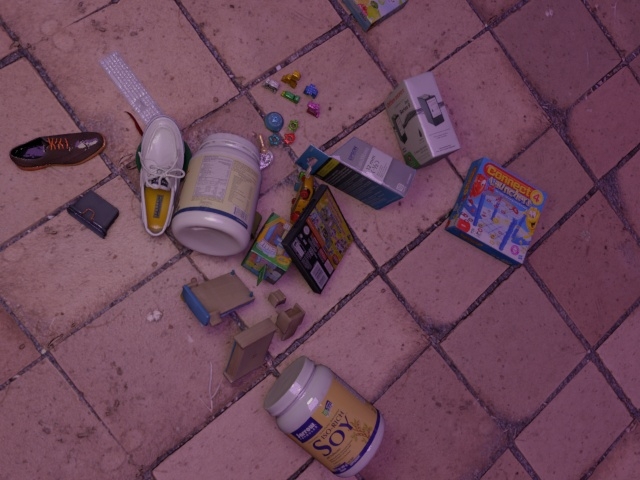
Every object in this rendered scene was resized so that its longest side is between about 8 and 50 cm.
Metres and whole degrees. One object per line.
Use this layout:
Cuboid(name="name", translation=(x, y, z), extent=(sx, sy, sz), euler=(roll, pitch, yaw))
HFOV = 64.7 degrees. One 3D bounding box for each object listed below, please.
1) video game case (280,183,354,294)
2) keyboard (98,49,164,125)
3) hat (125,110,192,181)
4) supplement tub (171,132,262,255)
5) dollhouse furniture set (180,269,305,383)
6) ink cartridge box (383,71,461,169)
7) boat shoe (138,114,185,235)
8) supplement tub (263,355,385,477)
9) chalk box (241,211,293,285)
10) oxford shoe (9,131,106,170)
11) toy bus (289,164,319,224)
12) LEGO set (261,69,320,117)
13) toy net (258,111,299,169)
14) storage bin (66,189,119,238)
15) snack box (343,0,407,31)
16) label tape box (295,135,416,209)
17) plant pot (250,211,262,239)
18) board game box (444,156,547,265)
Cuboid(name="video game case", translation=(0.000, 0.000, 1.643), extent=(0.248, 0.035, 0.275), euler=(-57, 140, -24))
Cuboid(name="keyboard", translation=(-0.619, -0.499, 1.655), extent=(0.072, 0.014, 0.256), euler=(-38, 94, -16))
Cuboid(name="hat", translation=(-0.525, -0.307, 1.656), extent=(0.172, 0.184, 0.209), euler=(-14, 125, -17))
Cuboid(name="supplement tub", translation=(-0.307, -0.140, 1.554), extent=(0.235, 0.235, 0.325), euler=(14, 62, -13))
Cuboid(name="dollhouse furniture set", translation=(-0.268, 0.244, 1.635), extent=(0.286, 0.198, 0.303), euler=(-23, 58, -41))
Cuboid(name="ink cartridge box", translation=(0.355, -0.418, 1.806), extent=(0.121, 0.211, 0.290), euler=(-20, 88, -15))
Cuboid(name="boat shoe", translation=(-0.483, -0.186, 1.512), extent=(0.135, 0.156, 0.368), euler=(8, 105, -22))
Cuboid(name="supplement tub", translation=(0.012, 0.545, 1.584), extent=(0.331, 0.241, 0.241), euler=(41, 75, -7))
Cuboid(name="chalk box", translation=(-0.162, 0.045, 1.620), extent=(0.132, 0.132, 0.213), euler=(33, 55, -9))
Cuboid(name="oxford shoe", translation=(-0.794, -0.277, 1.537), extent=(0.271, 0.098, 0.097), euler=(-21, 89, -16))
Cuboid(name="toy bus", translation=(-0.032, -0.133, 1.677), extent=(0.104, 0.202, 0.191), euler=(17, 85, -13))
Cuboid(name="LEGO set", translation=(-0.082, -0.533, 1.761), extent=(0.227, 0.093, 0.087), euler=(26, 77, -10))
Cuboid(name="toy net", translation=(-0.166, -0.330, 1.743), extent=(0.122, 0.045, 0.233), euler=(25, 79, -13))
Cuboid(name="storage bin", translation=(-0.691, -0.087, 1.551), extent=(0.135, 0.098, 0.091), euler=(37, 66, -8))
Cuboid(name="snack box", translation=(0.203, -0.914, 1.895), extent=(0.207, 0.070, 0.175), euler=(-39, 94, -18))
Cuboid(name="label tape box", translation=(0.109, -0.244, 1.697), extent=(0.347, 0.249, 0.115), euler=(29, 77, -10))
Cuboid(name="plant pot", translation=(-0.234, -0.058, 1.679), extent=(0.083, 0.083, 0.079), euler=(35, 64, -9))
Cuboid(name="board game box", translation=(0.668, -0.108, 1.916), extent=(0.308, 0.086, 0.302), euler=(27, 78, -10))
